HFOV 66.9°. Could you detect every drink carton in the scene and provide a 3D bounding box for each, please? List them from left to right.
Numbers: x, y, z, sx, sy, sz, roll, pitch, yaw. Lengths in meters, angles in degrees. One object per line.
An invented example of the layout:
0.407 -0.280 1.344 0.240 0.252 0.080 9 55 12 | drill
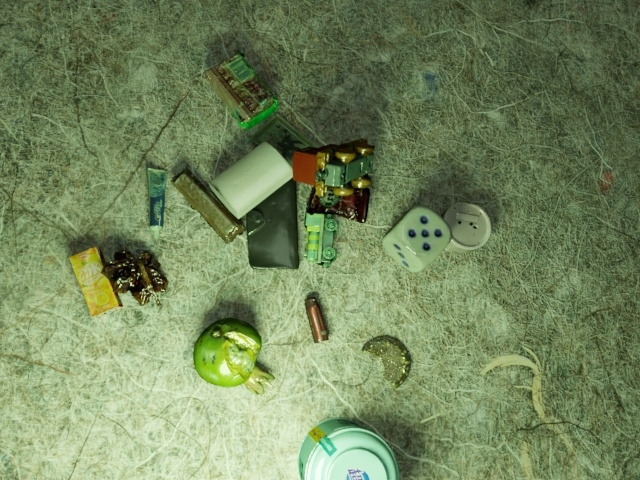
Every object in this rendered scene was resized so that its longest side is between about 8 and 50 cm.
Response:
-0.762 0.143 1.648 0.096 0.071 0.223 -23 81 -13 | drink carton

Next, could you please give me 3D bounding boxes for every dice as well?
0.359 -0.008 1.808 0.191 0.193 0.194 42 72 1 | dice

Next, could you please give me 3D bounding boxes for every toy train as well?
0.000 0.000 1.810 0.132 0.083 0.201 4 75 3 | toy train
0.050 -0.276 1.777 0.231 0.163 0.369 18 27 27 | toy train

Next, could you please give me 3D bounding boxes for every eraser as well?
-0.252 -0.226 1.778 0.270 0.095 0.174 -40 76 -13 | eraser

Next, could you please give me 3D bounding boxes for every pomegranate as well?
-0.278 0.398 1.610 0.236 0.236 0.302 -45 120 -16 | pomegranate

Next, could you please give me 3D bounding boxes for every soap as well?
-0.303 -0.591 1.893 0.217 0.098 0.273 -38 85 -16 | soap

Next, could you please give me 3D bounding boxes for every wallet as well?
-0.180 -0.072 1.809 0.196 0.051 0.378 0 74 -9 | wallet

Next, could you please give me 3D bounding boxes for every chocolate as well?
-0.414 -0.132 1.778 0.102 0.065 0.329 -43 88 -17 | chocolate

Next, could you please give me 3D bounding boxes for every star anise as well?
-0.619 0.110 1.645 0.220 0.190 0.126 24 114 -19 | star anise

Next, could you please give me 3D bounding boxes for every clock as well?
0.569 -0.053 1.919 0.196 0.068 0.197 2 75 -9 | clock

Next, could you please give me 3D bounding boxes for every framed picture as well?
-0.139 -0.379 1.903 0.231 0.010 0.173 39 66 1 | framed picture

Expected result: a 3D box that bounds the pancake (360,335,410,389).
0.240 0.446 1.766 0.184 0.020 0.191 -3 76 -11 | pancake

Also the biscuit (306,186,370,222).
0.072 -0.156 1.863 0.235 0.063 0.152 12 74 1 | biscuit

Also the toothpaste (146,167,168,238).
-0.595 -0.137 1.761 0.069 0.047 0.269 -6 73 2 | toothpaste

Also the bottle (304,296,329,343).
-0.018 0.285 1.745 0.060 0.060 0.165 -13 79 -12 | bottle

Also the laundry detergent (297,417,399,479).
0.083 0.723 1.521 0.286 0.305 0.288 2 76 -8 | laundry detergent
